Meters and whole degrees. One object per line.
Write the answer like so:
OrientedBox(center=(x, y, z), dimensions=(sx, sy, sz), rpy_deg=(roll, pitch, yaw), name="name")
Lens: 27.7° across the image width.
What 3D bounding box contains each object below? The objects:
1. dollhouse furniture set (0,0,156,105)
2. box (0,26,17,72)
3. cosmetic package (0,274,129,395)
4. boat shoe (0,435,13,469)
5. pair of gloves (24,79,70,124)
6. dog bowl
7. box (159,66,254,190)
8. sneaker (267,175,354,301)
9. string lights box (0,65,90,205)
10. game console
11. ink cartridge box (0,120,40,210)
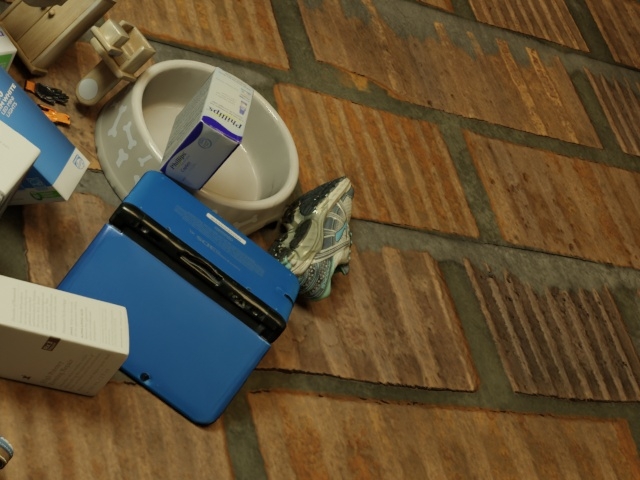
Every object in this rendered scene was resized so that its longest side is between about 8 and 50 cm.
OrientedBox(center=(-0.452, -0.347, 1.894), dimensions=(0.303, 0.174, 0.355), rpy_deg=(51, 13, 10), name="dollhouse furniture set")
OrientedBox(center=(-0.616, -0.299, 1.859), dimensions=(0.262, 0.127, 0.231), rpy_deg=(-18, 66, -49), name="box")
OrientedBox(center=(-0.376, 0.121, 1.683), dimensions=(0.231, 0.117, 0.085), rpy_deg=(15, 45, -29), name="cosmetic package")
OrientedBox(center=(-0.459, 0.250, 1.542), dimensions=(0.183, 0.066, 0.066), rpy_deg=(17, 49, -15), name="boat shoe")
OrientedBox(center=(-0.428, -0.214, 2.031), dimensions=(0.074, 0.010, 0.083), rpy_deg=(14, 44, -29), name="pair of gloves")
OrientedBox(center=(-0.187, -0.148, 2.106), dimensions=(0.348, 0.102, 0.349), rpy_deg=(23, 43, -24), name="dog bowl")
OrientedBox(center=(-0.170, -0.167, 1.955), dimensions=(0.072, 0.126, 0.137), rpy_deg=(30, 41, -18), name="box")
OrientedBox(center=(0.000, 0.000, 2.152), dimensions=(0.122, 0.110, 0.283), rpy_deg=(54, 35, -19), name="sneaker")
OrientedBox(center=(-0.451, -0.161, 1.771), dimensions=(0.260, 0.133, 0.077), rpy_deg=(51, 51, -37), name="string lights box")
OrientedBox(center=(-0.205, 0.077, 1.883), dimensions=(0.293, 0.173, 0.250), rpy_deg=(38, 23, -8), name="game console")
OrientedBox(center=(-0.495, -0.012, 1.625), dimensions=(0.121, 0.211, 0.289), rpy_deg=(36, 40, -9), name="ink cartridge box")
